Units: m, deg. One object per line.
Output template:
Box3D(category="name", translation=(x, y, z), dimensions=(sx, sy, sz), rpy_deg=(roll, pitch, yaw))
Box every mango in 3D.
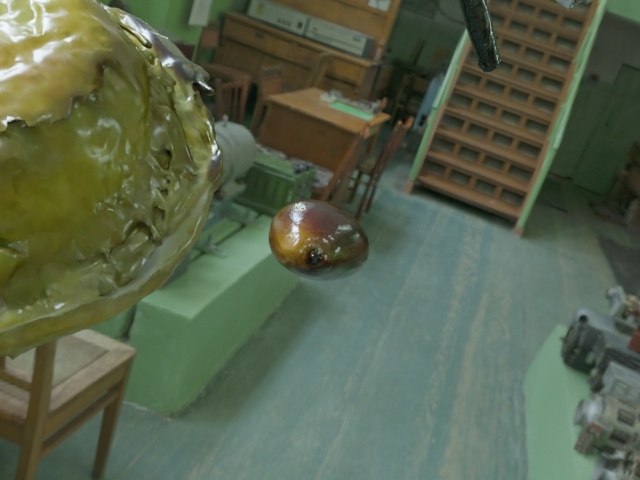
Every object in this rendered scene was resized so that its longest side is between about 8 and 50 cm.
Box3D(category="mango", translation=(0.000, 0.000, 1.019), dimensions=(0.133, 0.111, 0.267), rpy_deg=(19, 3, 17))

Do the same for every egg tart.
Box3D(category="egg tart", translation=(-0.192, -0.071, 0.369), dimensions=(0.294, 0.116, 0.295), rpy_deg=(7, 51, -8))

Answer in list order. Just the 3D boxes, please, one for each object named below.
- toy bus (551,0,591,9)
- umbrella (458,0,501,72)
Box3D(category="toy bus", translation=(0.214, -0.298, 0.471), dimensions=(0.113, 0.302, 0.139), rpy_deg=(-34, 68, -15))
Box3D(category="umbrella", translation=(0.183, -0.251, 0.817), dimensions=(0.031, 0.036, 0.133), rpy_deg=(28, -21, 43))
